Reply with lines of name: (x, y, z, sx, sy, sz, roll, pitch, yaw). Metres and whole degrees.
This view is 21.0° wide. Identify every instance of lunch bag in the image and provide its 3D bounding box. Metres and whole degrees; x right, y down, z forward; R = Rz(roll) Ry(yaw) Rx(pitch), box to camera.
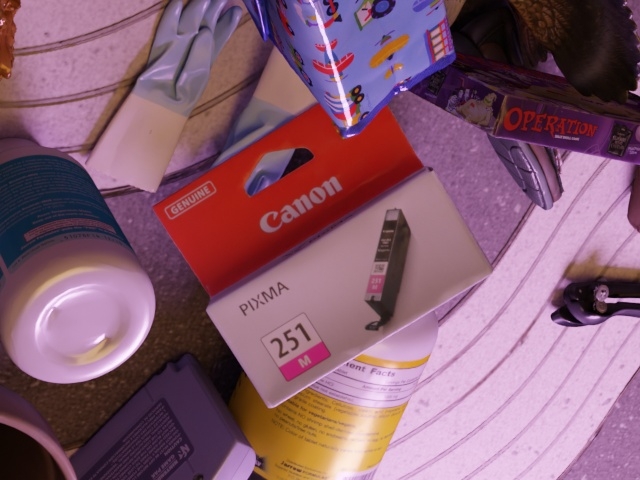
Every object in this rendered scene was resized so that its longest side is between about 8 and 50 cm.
lunch bag: (-0.030, -0.274, 1.552, 0.138, 0.293, 0.221, -37, 148, -11)

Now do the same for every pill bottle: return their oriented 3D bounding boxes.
pill bottle: (0.017, 0.135, 1.930, 0.188, 0.188, 0.334, 8, 116, -32)
pill bottle: (-0.263, 0.006, 1.639, 0.146, 0.264, 0.146, -14, 129, -18)

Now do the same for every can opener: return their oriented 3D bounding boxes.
can opener: (0.378, 0.075, 2.178, 0.186, 0.073, 0.059, -4, 85, -29)

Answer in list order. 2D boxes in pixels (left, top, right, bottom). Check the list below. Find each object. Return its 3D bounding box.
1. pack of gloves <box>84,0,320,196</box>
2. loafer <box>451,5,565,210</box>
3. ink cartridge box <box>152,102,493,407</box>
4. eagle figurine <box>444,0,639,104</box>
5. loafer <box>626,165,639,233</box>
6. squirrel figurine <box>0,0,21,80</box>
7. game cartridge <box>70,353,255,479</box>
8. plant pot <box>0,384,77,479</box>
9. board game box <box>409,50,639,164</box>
pack of gloves: (-0.107, -0.145, 1.775, 0.195, 0.046, 0.232, 23, 111, -22)
loafer: (0.225, -0.143, 1.911, 0.084, 0.096, 0.267, -39, 130, -6)
ink cartridge box: (0.000, 0.000, 1.770, 0.275, 0.060, 0.239, -32, 99, 5)
eagle figurine: (0.179, -0.276, 1.716, 0.298, 0.226, 0.225, 19, 153, -20)
loafer: (0.529, -0.046, 2.134, 0.366, 0.134, 0.130, 11, 141, -22)
squirrel figurine: (-0.328, -0.298, 1.435, 0.370, 0.281, 0.397, -13, 142, -33)
game cartridge: (-0.206, 0.287, 1.916, 0.294, 0.196, 0.060, -45, 130, 8)
plant pot: (-0.426, 0.209, 1.687, 0.323, 0.280, 0.323, -14, 129, -19)
board game box: (0.251, -0.131, 1.756, 0.346, 0.208, 0.056, 8, 103, -36)
